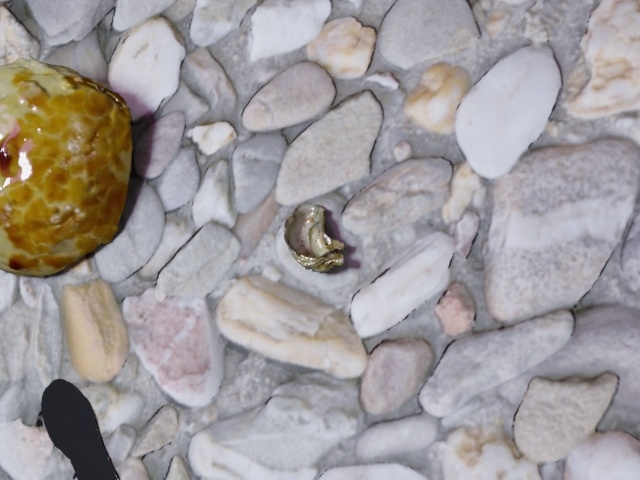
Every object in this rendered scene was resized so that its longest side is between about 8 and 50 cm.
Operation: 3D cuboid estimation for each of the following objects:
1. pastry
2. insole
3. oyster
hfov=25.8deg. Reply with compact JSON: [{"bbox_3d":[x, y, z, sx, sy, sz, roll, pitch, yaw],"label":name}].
[{"bbox_3d":[-0.353,-0.091,1.640,0.237,0.170,0.256,13,84,40],"label":"pastry"},{"bbox_3d":[-0.266,0.226,1.552,0.064,0.004,0.188,-44,53,13],"label":"insole"},{"bbox_3d":[0.000,0.000,1.455,0.081,0.038,0.083,2,47,25],"label":"oyster"}]
